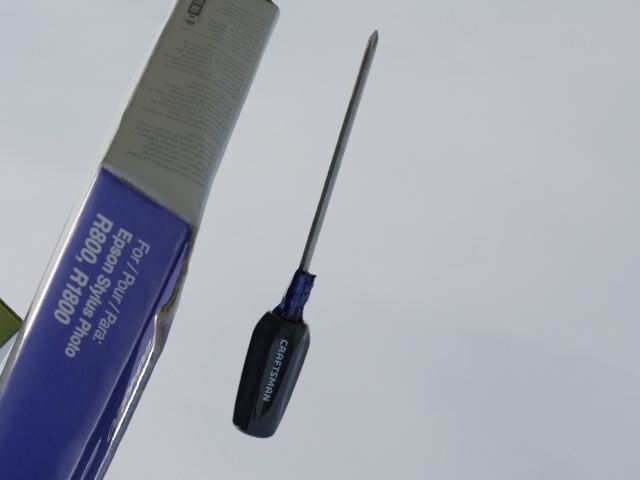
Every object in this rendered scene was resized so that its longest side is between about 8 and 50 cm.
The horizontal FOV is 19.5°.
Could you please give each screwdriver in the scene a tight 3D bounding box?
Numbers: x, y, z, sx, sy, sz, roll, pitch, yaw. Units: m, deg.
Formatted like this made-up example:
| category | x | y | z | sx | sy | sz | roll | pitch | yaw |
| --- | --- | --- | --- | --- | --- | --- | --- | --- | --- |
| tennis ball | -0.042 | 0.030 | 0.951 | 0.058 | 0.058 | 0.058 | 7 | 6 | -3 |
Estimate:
| category | x | y | z | sx | sy | sz | roll | pitch | yaw |
| --- | --- | --- | --- | --- | --- | --- | --- | --- | --- |
| screwdriver | 0.000 | 0.000 | 0.737 | 0.025 | 0.170 | 0.024 | 26 | -168 | 20 |

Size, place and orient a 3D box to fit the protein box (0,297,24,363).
| category | x | y | z | sx | sy | sz | roll | pitch | yaw |
| --- | --- | --- | --- | --- | --- | --- | --- | --- | --- |
| protein box | -0.266 | 0.072 | 0.898 | 0.136 | 0.201 | 0.200 | 46 | -107 | -1 |

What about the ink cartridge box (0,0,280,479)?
| category | x | y | z | sx | sy | sz | roll | pitch | yaw |
| --- | --- | --- | --- | --- | --- | --- | --- | --- | --- |
| ink cartridge box | -0.090 | 0.038 | 0.697 | 0.045 | 0.223 | 0.224 | 23 | -149 | -7 |
